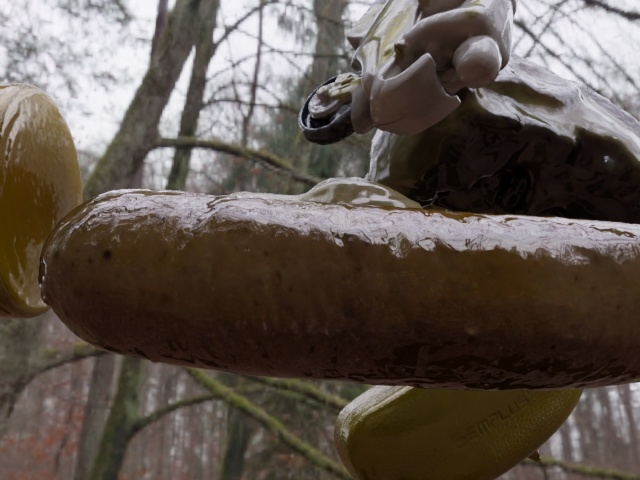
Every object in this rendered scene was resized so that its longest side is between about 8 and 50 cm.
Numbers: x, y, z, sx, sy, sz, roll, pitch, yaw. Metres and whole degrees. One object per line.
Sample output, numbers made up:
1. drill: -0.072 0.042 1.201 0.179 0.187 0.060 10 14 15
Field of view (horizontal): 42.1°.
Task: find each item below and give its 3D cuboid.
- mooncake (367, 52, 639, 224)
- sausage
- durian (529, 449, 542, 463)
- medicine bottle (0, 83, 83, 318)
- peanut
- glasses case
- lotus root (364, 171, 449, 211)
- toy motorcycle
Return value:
1. mooncake: 0.270 -0.108 1.155 0.394 0.393 0.246 -11 -40 -46
2. sausage: 0.056 0.037 0.568 0.500 0.123 0.136 3 6 1
3. durian: 0.259 0.229 1.405 0.195 0.305 0.185 -4 -18 -8
4. medicine bottle: -0.396 -0.041 0.856 0.231 0.238 0.238 1 -26 6
5. peanut: 0.000 0.000 1.007 0.313 0.152 0.152 -2 -26 9
6. glasses case: 0.205 0.229 1.133 0.371 0.173 0.141 -30 6 -13
7. lotus root: 0.142 -0.061 1.423 0.154 0.140 0.257 -6 -26 -9
8. toy motorcycle: 0.127 -0.226 0.906 0.223 0.341 0.108 22 -20 51
